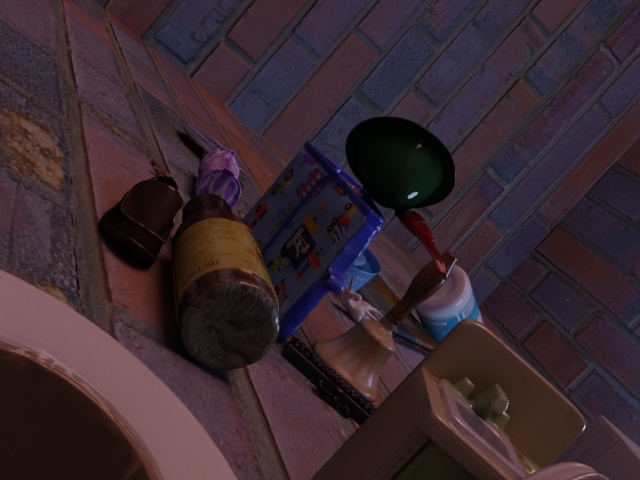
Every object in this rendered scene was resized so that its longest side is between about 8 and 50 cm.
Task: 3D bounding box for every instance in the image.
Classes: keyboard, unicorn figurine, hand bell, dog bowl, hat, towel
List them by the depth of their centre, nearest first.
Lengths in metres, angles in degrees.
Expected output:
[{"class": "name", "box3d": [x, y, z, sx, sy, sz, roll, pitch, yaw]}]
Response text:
[{"class": "keyboard", "box3d": [0.024, 0.199, 1.022, 0.180, 0.023, 0.108, 41, 9, 1]}, {"class": "hat", "box3d": [0.089, -0.059, 1.090, 0.208, 0.183, 0.173, -8, -53, 44]}, {"class": "hand bell", "box3d": [0.113, 0.108, 1.131, 0.126, 0.242, 0.126, 40, 9, -7]}, {"class": "unicorn figurine", "box3d": [0.084, 0.140, 1.504, 0.111, 0.060, 0.162, 43, -8, 9]}, {"class": "dog bowl", "box3d": [0.000, 0.000, 1.651, 0.297, 0.074, 0.166, 47, 22, 27]}, {"class": "towel", "box3d": [0.122, 0.124, 1.792, 0.271, 0.040, 0.370, 29, 17, -52]}]

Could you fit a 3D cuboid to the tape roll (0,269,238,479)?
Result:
[{"class": "tape roll", "box3d": [-0.156, 0.124, 0.337, 0.286, 0.100, 0.286, 40, 9, -8]}]

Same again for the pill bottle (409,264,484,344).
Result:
[{"class": "pill bottle", "box3d": [0.318, 0.184, 1.867, 0.146, 0.146, 0.264, 50, -9, 45]}]

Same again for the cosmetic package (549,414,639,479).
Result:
[{"class": "cosmetic package", "box3d": [0.508, 0.470, 1.246, 0.155, 0.197, 0.365, 41, 10, -11]}]

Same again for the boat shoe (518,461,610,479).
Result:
[{"class": "boat shoe", "box3d": [0.129, 0.241, 0.494, 0.098, 0.277, 0.096, 55, -32, 6]}]

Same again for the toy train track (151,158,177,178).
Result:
[{"class": "toy train track", "box3d": [-0.276, -0.120, 1.311, 0.048, 0.014, 0.083, 26, 11, -38]}]

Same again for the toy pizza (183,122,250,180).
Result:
[{"class": "toy pizza", "box3d": [-0.247, -0.201, 1.781, 0.201, 0.032, 0.201, 41, 7, -7]}]

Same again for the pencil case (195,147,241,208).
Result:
[{"class": "pencil case", "box3d": [-0.188, -0.115, 1.428, 0.086, 0.088, 0.206, 37, 11, -18]}]

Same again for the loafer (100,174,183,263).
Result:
[{"class": "loafer", "box3d": [-0.217, -0.042, 0.955, 0.080, 0.078, 0.220, 38, 9, -20]}]

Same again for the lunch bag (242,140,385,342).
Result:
[{"class": "lunch bag", "box3d": [-0.012, 0.012, 1.125, 0.138, 0.221, 0.293, 37, 9, -24]}]

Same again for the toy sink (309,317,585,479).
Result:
[{"class": "toy sink", "box3d": [0.111, 0.209, 0.649, 0.153, 0.234, 0.131, 42, 8, -3]}]

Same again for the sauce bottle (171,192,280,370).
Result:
[{"class": "sauce bottle", "box3d": [-0.125, 0.025, 0.922, 0.111, 0.111, 0.344, 38, 11, -24]}]
